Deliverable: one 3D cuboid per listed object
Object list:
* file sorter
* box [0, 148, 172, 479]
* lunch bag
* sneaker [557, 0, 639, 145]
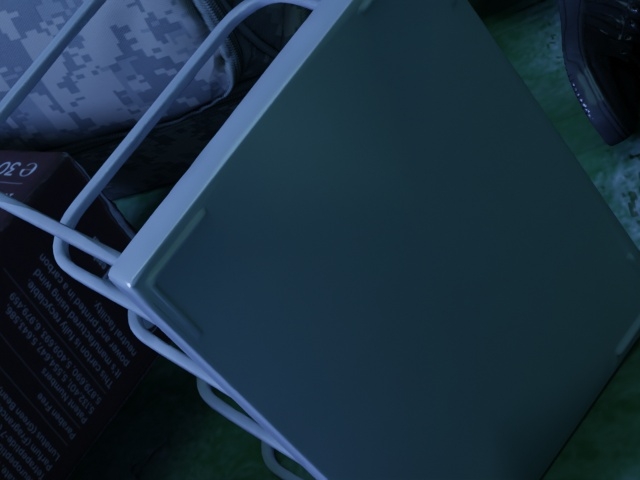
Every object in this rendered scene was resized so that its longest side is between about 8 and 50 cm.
[{"bbox_3d":[0.000,0.000,0.878,0.173,0.278,0.193,24,71,47],"label":"file sorter"},{"bbox_3d":[-0.263,0.124,0.946,0.191,0.143,0.381,6,52,43],"label":"box"},{"bbox_3d":[-0.155,-0.154,1.084,0.305,0.256,0.213,-13,69,22],"label":"lunch bag"},{"bbox_3d":[0.180,-0.133,1.020,0.089,0.051,0.170,-24,43,22],"label":"sneaker"}]
